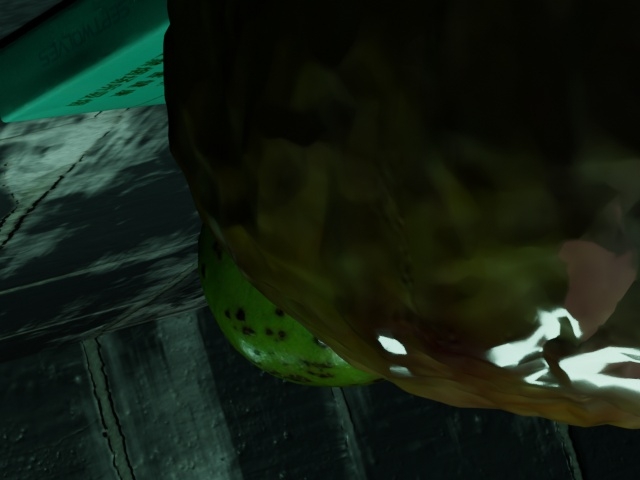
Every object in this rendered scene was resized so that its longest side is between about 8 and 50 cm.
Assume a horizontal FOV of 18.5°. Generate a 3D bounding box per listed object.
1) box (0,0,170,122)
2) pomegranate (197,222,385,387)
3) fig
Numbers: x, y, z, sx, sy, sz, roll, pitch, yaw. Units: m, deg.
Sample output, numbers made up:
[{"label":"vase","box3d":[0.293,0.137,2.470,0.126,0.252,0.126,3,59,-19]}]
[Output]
[{"label":"box","box3d":[-0.032,-0.110,0.994,0.226,0.042,0.161,-10,173,-45]},{"label":"pomegranate","box3d":[0.000,0.000,1.442,0.211,0.211,0.263,-19,154,20]},{"label":"fig","box3d":[0.080,-0.124,0.566,0.286,0.286,0.369,-16,143,-5]}]
